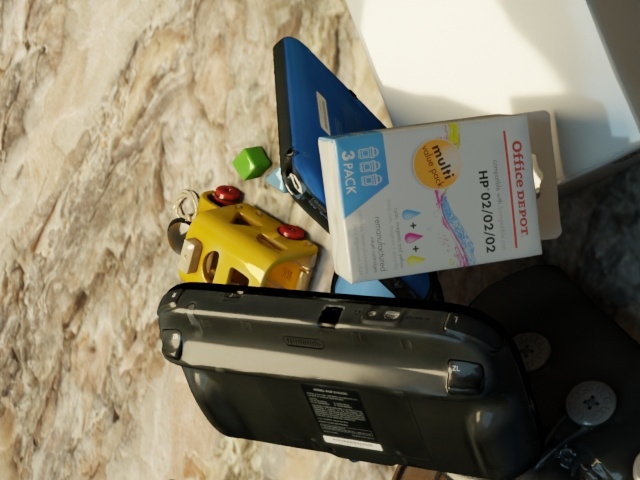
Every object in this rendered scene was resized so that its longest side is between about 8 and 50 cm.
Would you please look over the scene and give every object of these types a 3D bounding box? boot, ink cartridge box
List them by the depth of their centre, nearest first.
[{"bbox_3d":[0.097,-0.035,0.894,0.061,0.181,0.104,-154,56,-77],"label":"ink cartridge box"},{"bbox_3d":[0.307,0.151,0.958,0.445,0.367,0.146,40,159,52],"label":"boot"}]

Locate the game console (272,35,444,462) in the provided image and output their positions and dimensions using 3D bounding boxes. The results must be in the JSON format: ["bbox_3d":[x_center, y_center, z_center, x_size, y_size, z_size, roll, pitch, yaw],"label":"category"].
[{"bbox_3d":[0.000,0.000,1.094,0.173,0.293,0.250,-39,116,18],"label":"game console"}]

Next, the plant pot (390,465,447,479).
[{"bbox_3d":[0.169,0.266,1.114,0.165,0.167,0.167,-8,94,34],"label":"plant pot"}]

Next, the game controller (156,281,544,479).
[{"bbox_3d":[0.016,0.109,0.959,0.319,0.067,0.166,4,139,33],"label":"game controller"}]

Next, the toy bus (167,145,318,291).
[{"bbox_3d":[-0.104,0.013,1.317,0.202,0.104,0.191,-25,82,40],"label":"toy bus"}]

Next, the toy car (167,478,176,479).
[{"bbox_3d":[-0.195,0.432,1.462,0.219,0.210,0.238,52,156,3],"label":"toy car"}]

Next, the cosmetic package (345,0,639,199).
[{"bbox_3d":[0.146,-0.221,1.030,0.217,0.156,0.385,-23,85,40],"label":"cosmetic package"}]
